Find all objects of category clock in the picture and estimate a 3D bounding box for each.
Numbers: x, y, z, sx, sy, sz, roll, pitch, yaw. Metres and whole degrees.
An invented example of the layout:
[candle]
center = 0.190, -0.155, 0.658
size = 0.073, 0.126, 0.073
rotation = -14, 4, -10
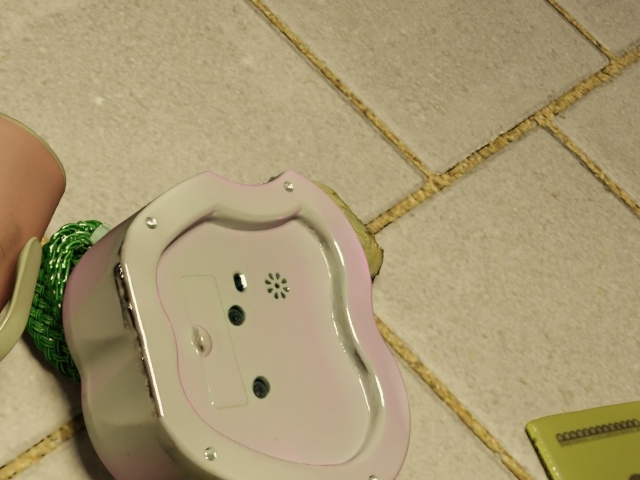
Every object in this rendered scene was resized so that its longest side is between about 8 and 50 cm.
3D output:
[clock]
center = -0.059, 0.097, 1.195
size = 0.339, 0.102, 0.338
rotation = 20, 55, -32

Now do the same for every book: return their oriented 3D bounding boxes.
[book]
center = 0.377, 0.325, 1.377
size = 0.239, 0.035, 0.352
rotation = -4, 56, -32

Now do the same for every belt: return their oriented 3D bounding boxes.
[belt]
center = -0.214, 0.059, 1.217
size = 0.121, 0.079, 0.151
rotation = -15, 75, -47

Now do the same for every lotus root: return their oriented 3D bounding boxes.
[lotus root]
center = 0.001, -0.003, 1.404
size = 0.144, 0.070, 0.143
rotation = 7, 50, -27

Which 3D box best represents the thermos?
[thermos]
center = -0.314, 0.026, 1.124
size = 0.176, 0.146, 0.265
rotation = -4, 49, 21
